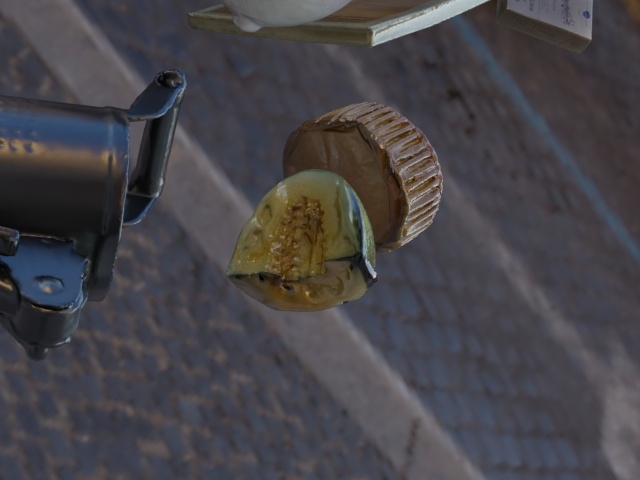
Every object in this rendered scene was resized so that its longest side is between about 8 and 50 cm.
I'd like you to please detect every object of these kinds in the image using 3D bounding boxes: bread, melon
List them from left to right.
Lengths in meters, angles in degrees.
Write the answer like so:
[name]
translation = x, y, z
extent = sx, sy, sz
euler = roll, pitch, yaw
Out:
[melon]
translation = 0.000, 0.000, 1.738
extent = 0.079, 0.160, 0.128
euler = 29, 60, -45
[bread]
translation = 0.056, -0.077, 2.264
extent = 0.104, 0.199, 0.199
euler = -29, 89, -41

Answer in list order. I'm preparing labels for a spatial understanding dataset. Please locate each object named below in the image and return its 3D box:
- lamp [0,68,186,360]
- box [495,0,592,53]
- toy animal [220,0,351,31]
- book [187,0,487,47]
[lamp]
translation = -0.321, -0.056, 1.894
extent = 0.272, 0.205, 0.374
euler = 19, 37, 0
[box]
translation = 0.193, -0.199, 1.586
extent = 0.083, 0.024, 0.053
euler = 20, 55, -16
[toy animal]
translation = -0.015, -0.249, 1.163
extent = 0.140, 0.282, 0.138
euler = 37, 65, 16
[book]
translation = 0.030, -0.193, 1.497
extent = 0.242, 0.170, 0.018
euler = -28, 121, -53
